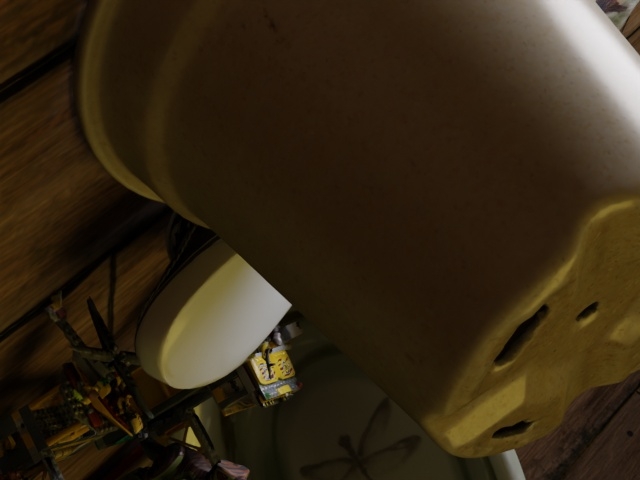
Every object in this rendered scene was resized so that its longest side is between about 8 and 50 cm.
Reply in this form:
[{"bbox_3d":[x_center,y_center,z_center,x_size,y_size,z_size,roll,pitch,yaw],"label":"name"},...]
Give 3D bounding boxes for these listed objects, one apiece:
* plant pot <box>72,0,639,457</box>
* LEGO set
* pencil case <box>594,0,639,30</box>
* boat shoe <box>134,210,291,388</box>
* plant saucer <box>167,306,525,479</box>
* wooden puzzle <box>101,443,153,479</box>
[{"bbox_3d":[0.069,-0.051,0.782,0.334,0.305,0.334,-28,149,-19],"label":"plant pot"},{"bbox_3d":[-0.097,0.172,1.030,0.192,0.255,0.331,-33,161,20],"label":"LEGO set"},{"bbox_3d":[0.217,-0.228,1.179,0.410,0.160,0.183,-51,146,-1],"label":"pencil case"},{"bbox_3d":[-0.069,0.004,0.998,0.301,0.102,0.108,-48,150,-47],"label":"boat shoe"},{"bbox_3d":[0.036,0.222,1.190,0.100,0.400,0.400,-21,146,-49],"label":"plant saucer"},{"bbox_3d":[-0.223,0.295,1.335,0.239,0.044,0.221,-35,157,-32],"label":"wooden puzzle"}]
